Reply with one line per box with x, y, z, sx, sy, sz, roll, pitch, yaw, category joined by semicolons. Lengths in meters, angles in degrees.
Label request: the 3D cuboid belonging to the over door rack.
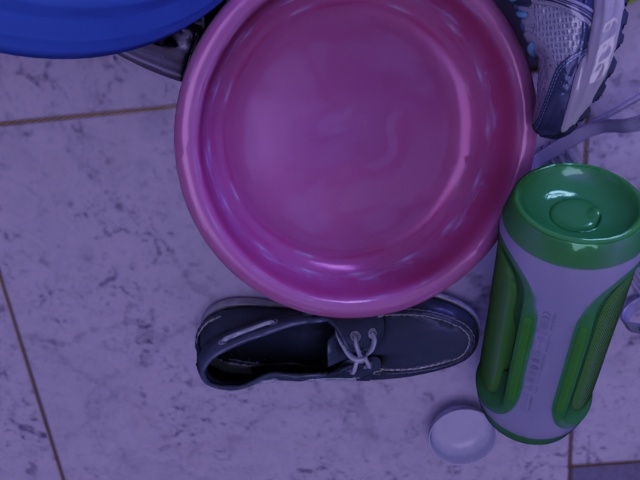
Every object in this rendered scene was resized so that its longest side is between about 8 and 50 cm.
0.396;-0.069;0.648;0.324;0.108;0.239;-35;109;14;over door rack

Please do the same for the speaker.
0.224;0.074;0.656;0.131;0.131;0.297;-3;133;2;speaker

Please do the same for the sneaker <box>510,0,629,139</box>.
0.185;-0.227;0.553;0.122;0.110;0.283;5;106;11;sneaker

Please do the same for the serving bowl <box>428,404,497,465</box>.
0.171;0.232;0.816;0.083;0.027;0.083;0;112;1;serving bowl

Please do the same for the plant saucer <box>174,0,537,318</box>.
0.033;-0.095;0.623;0.332;0.084;0.332;-4;106;-13;plant saucer

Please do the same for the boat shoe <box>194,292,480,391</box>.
0.020;0.120;0.733;0.319;0.099;0.116;0;112;1;boat shoe

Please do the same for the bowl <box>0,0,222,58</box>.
-0.192;-0.323;0.441;0.391;0.077;0.391;4;82;-29;bowl

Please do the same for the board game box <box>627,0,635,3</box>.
0.249;-0.299;0.588;0.092;0.043;0.181;-19;111;8;board game box

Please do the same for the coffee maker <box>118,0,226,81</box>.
-0.171;-0.243;0.591;0.178;0.120;0.171;19;85;-8;coffee maker
